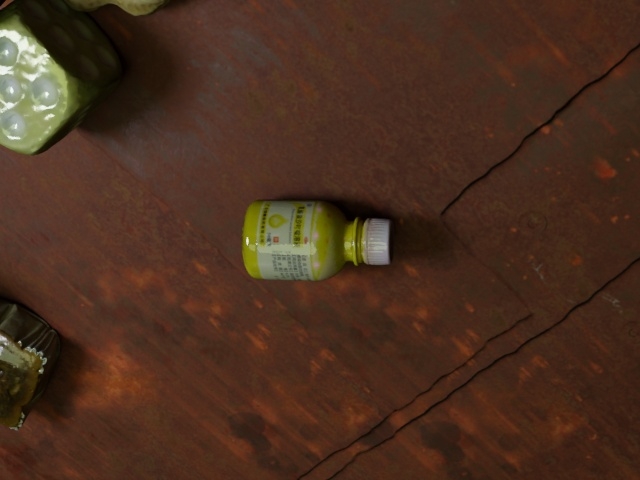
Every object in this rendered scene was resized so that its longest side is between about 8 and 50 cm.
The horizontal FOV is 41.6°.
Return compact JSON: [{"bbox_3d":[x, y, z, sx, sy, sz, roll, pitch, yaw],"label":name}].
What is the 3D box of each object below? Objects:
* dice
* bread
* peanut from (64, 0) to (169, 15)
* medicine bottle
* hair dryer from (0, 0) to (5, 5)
[{"bbox_3d":[-0.399,-0.236,1.196,0.169,0.166,0.169,-37,104,25],"label":"dice"},{"bbox_3d":[-0.572,0.214,1.484,0.192,0.110,0.210,29,118,-4],"label":"bread"},{"bbox_3d":[-0.275,-0.354,1.163,0.193,0.089,0.089,5,116,15],"label":"peanut"},{"bbox_3d":[0.000,0.000,1.250,0.213,0.122,0.121,1,116,12],"label":"medicine bottle"},{"bbox_3d":[-0.479,-0.372,1.163,0.272,0.235,0.091,0,148,39],"label":"hair dryer"}]
